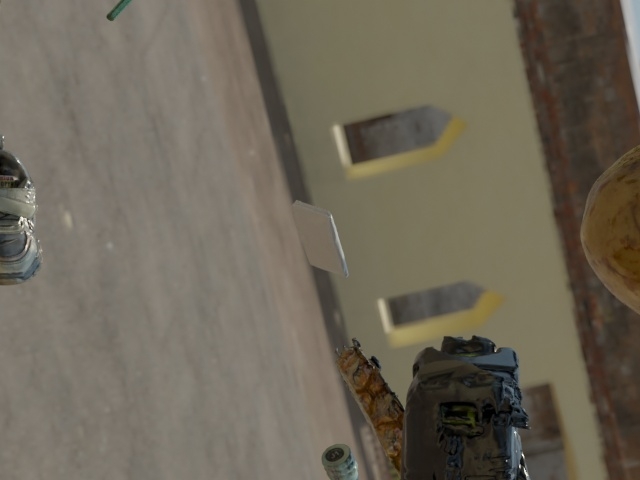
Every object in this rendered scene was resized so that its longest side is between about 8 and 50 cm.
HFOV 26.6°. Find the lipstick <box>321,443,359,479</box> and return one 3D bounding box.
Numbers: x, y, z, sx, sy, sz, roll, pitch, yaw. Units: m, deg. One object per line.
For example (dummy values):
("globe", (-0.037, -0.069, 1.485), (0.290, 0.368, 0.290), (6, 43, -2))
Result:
("lipstick", (0.036, 0.280, 1.516), (0.037, 0.037, 0.116), (-96, 165, -58))

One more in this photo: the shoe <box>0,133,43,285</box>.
("shoe", (-0.353, -0.036, 1.513), (0.092, 0.089, 0.180), (113, -33, -42))

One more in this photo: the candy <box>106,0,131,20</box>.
("candy", (-0.123, -0.251, 1.152), (0.201, 0.060, 0.060), (-55, 147, -30))

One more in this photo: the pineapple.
("pineapple", (0.072, 0.195, 1.424), (0.221, 0.047, 0.221), (58, -6, 9))

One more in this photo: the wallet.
("wallet", (0.000, 0.000, 1.204), (0.011, 0.044, 0.083), (-51, 146, -27))

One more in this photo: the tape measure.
("tape measure", (0.128, 0.187, 1.166), (0.199, 0.112, 0.186), (-32, 124, -77))

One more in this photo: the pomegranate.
("pomegranate", (0.391, -0.007, 1.471), (0.215, 0.215, 0.215), (-13, 90, -86))
